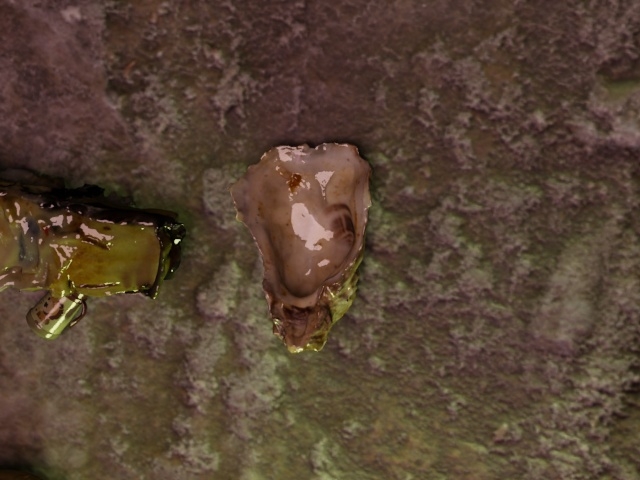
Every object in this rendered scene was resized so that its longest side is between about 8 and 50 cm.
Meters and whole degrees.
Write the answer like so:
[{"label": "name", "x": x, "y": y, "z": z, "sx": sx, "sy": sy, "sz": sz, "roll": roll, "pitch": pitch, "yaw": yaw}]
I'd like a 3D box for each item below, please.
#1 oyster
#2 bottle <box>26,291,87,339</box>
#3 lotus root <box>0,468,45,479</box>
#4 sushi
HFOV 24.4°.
[{"label": "oyster", "x": -0.013, "y": 0.009, "z": 1.654, "sx": 0.161, "sy": 0.107, "sz": 0.233, "roll": 0, "pitch": 87, "yaw": 18}, {"label": "bottle", "x": -0.304, "y": 0.068, "z": 1.752, "sx": 0.063, "sy": 0.047, "sz": 0.101, "roll": 39, "pitch": 109, "yaw": -10}, {"label": "lotus root", "x": -0.459, "y": 0.381, "z": 1.825, "sx": 0.342, "sy": 0.151, "sz": 0.169, "roll": -15, "pitch": 87, "yaw": 21}, {"label": "sushi", "x": -0.297, "y": -0.003, "z": 1.689, "sx": 0.291, "sy": 0.131, "sz": 0.139, "roll": 13, "pitch": 113, "yaw": 10}]
